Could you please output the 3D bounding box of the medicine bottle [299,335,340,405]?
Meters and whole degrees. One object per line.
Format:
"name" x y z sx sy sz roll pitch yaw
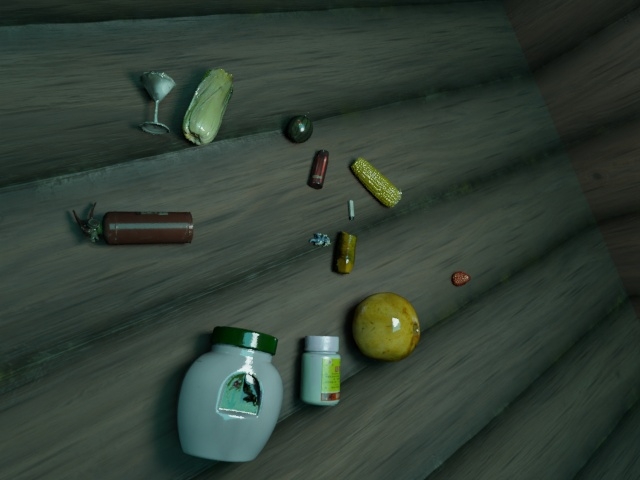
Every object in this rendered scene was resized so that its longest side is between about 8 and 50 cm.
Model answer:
"medicine bottle" 0.000 0.450 1.408 0.139 0.139 0.225 8 74 -25

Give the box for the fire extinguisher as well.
"fire extinguisher" -0.580 -0.056 1.258 0.337 0.106 0.147 0 53 -28

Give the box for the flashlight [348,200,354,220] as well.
"flashlight" 0.128 -0.125 1.677 0.018 0.018 0.083 2 77 -27

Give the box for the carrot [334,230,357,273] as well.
"carrot" 0.100 0.046 1.588 0.082 0.082 0.173 16 75 -23

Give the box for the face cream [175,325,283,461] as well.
"face cream" -0.265 0.458 1.223 0.312 0.219 0.357 18 67 -21

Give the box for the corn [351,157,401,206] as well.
"corn" 0.238 -0.247 1.723 0.260 0.091 0.091 44 65 -8

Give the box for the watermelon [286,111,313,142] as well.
"watermelon" -0.077 -0.452 1.596 0.105 0.105 0.133 28 87 -19

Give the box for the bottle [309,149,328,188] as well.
"bottle" -0.002 -0.291 1.631 0.060 0.060 0.164 20 69 -22

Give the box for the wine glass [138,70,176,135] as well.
"wine glass" -0.554 -0.456 1.357 0.122 0.122 0.183 6 81 -26

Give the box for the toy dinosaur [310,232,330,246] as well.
"toy dinosaur" 0.000 0.000 1.575 0.083 0.030 0.047 14 70 -24

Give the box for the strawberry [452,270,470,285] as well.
"strawberry" 0.645 0.176 1.839 0.073 0.083 0.073 -3 95 -32

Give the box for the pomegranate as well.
"pomegranate" 0.234 0.321 1.498 0.264 0.264 0.264 7 75 -26

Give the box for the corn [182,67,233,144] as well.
"corn" -0.395 -0.481 1.433 0.123 0.122 0.305 22 67 -22
